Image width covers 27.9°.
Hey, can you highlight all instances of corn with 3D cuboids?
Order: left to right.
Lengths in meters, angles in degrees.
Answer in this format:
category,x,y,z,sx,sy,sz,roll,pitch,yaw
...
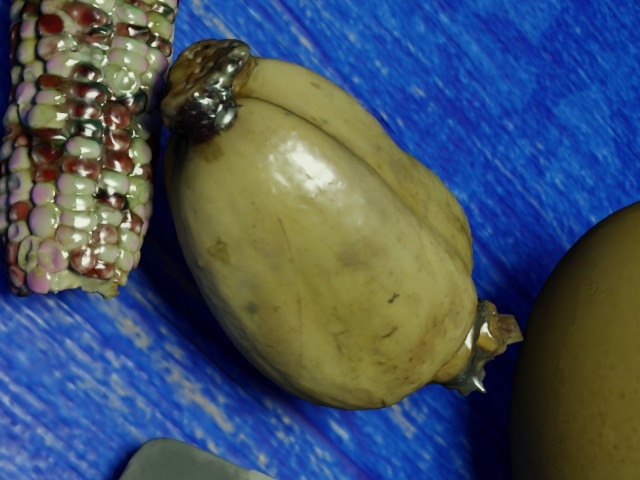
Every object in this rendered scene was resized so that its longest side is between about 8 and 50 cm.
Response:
category,x,y,z,sx,sy,sz,roll,pitch,yaw
corn,-0.117,-0.104,0.677,0.092,0.092,0.281,11,74,-34

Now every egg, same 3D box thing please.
category,x,y,z,sx,sy,sz,roll,pitch,yaw
egg,0.237,0.127,0.761,0.250,0.250,0.322,-34,112,-37

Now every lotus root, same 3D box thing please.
category,x,y,z,sx,sy,sz,roll,pitch,yaw
lotus root,0.000,0.000,0.692,0.257,0.140,0.154,49,22,-32

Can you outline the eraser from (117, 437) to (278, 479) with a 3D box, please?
category,x,y,z,sx,sy,sz,roll,pitch,yaw
eraser,0.050,0.210,0.666,0.352,0.061,0.089,25,58,-1
